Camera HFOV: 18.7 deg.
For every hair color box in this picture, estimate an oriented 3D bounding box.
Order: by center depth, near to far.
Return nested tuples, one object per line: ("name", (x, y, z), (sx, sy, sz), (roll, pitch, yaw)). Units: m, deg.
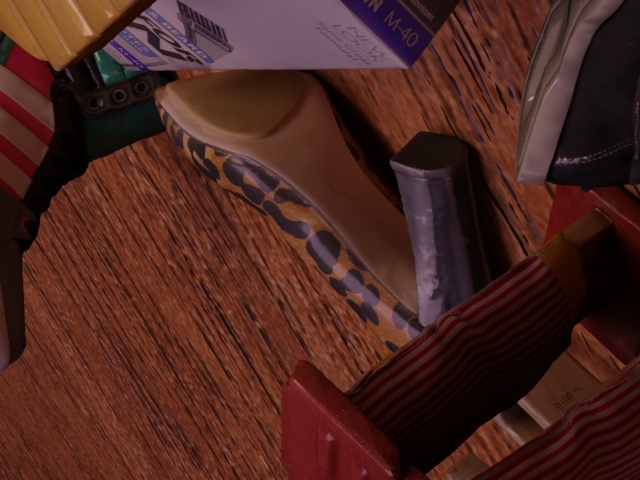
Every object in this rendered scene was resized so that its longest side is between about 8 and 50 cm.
("hair color box", (-0.071, -0.179, 0.967), (0.185, 0.110, 0.339), (41, 164, -24))

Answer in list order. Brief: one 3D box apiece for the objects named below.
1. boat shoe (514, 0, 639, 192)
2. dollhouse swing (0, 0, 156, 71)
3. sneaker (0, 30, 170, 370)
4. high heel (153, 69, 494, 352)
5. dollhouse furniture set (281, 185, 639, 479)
("boat shoe", (0.139, -0.098, 0.778), (0.079, 0.084, 0.233), (14, 146, -1))
("dollhouse swing", (-0.246, -0.203, 0.761), (0.347, 0.315, 0.305), (-20, 87, 67))
("sneaker", (-0.185, -0.059, 1.365), (0.124, 0.178, 0.295), (164, 100, -69))
("high heel", (0.000, 0.000, 1.169), (0.261, 0.093, 0.186), (21, 137, 41))
("dollhouse furniture set", (0.103, 0.152, 1.040), (0.152, 0.201, 0.374), (44, 157, 24))
